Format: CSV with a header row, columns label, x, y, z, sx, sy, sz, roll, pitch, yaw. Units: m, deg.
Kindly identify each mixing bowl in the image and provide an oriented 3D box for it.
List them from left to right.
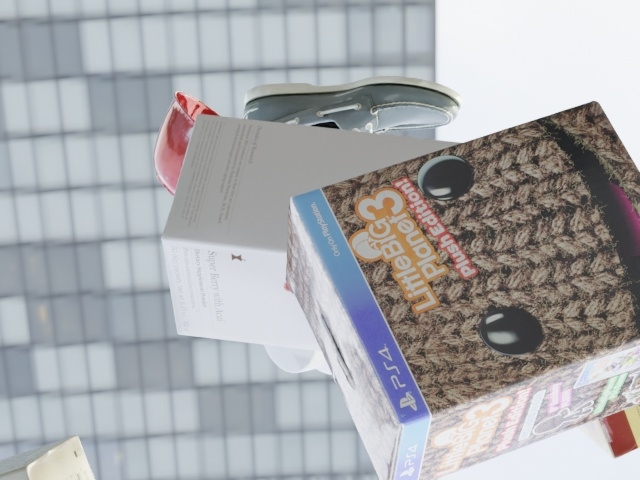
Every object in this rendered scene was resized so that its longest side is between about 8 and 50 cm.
label,x,y,z,sx,sy,sz,roll,pitch,yaw
mixing bowl,-0.145,-0.095,2.260,0.181,0.098,0.181,41,-170,-9

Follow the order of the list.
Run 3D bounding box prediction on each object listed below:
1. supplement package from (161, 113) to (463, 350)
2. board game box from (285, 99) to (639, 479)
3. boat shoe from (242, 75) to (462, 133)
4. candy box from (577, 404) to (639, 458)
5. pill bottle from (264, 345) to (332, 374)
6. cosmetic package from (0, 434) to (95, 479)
label,x,y,z,sx,sy,sz,roll,pitch,yaw
supplement package,0.000,0.000,1.879,0.293,0.177,0.175,6,-128,8
board game box,0.147,0.045,1.520,0.291,0.141,0.232,-19,-119,-14
boat shoe,0.043,-0.166,2.545,0.319,0.116,0.099,-1,-115,12
candy box,0.280,0.105,1.990,0.087,0.183,0.316,-23,-166,-7
pill bottle,0.049,0.094,2.244,0.246,0.136,0.136,-11,-153,-42
cosmetic package,-0.415,0.343,2.089,0.296,0.129,0.153,-19,-176,19
